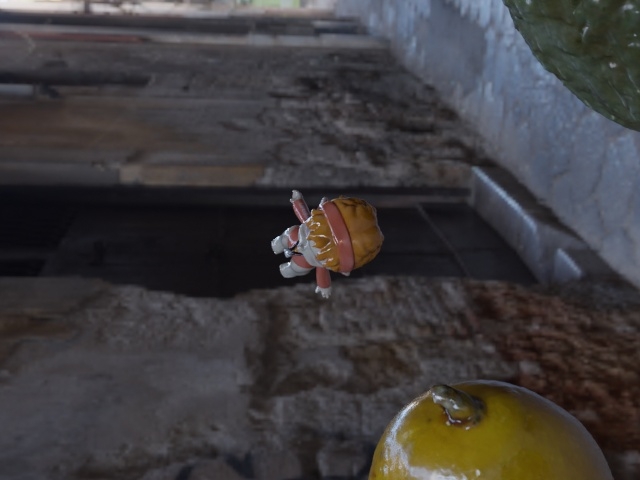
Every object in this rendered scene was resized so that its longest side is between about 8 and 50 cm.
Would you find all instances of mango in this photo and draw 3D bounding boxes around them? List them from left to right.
[{"bbox_3d":[0.135,0.206,0.735,0.317,0.176,0.119,55,-169,-37],"label":"mango"}]

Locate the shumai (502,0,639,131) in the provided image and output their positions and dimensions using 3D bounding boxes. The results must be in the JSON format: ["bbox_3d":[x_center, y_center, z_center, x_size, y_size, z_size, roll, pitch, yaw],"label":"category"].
[{"bbox_3d":[0.228,-0.194,0.517,0.203,0.222,0.272,-46,1,-39],"label":"shumai"}]

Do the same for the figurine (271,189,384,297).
[{"bbox_3d":[0.000,0.000,0.549,0.109,0.047,0.064,-21,89,67],"label":"figurine"}]
